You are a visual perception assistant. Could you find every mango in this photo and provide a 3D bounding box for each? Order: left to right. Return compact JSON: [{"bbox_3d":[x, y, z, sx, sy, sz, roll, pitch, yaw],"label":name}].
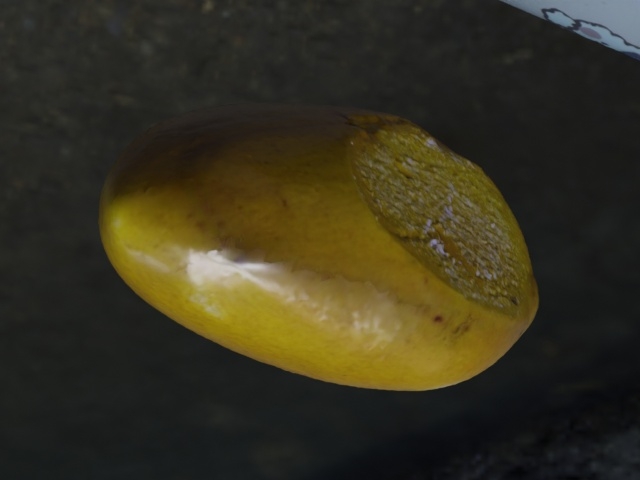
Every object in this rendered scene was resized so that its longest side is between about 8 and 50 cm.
[{"bbox_3d":[-0.004,0.005,0.583,0.102,0.141,0.217,-46,150,24],"label":"mango"}]

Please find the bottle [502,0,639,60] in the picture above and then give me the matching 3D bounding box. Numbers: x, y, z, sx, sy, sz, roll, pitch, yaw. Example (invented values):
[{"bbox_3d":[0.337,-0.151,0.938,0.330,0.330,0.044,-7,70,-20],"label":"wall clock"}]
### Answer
[{"bbox_3d":[0.168,-0.125,0.626,0.233,0.110,0.110,25,152,10],"label":"bottle"}]
